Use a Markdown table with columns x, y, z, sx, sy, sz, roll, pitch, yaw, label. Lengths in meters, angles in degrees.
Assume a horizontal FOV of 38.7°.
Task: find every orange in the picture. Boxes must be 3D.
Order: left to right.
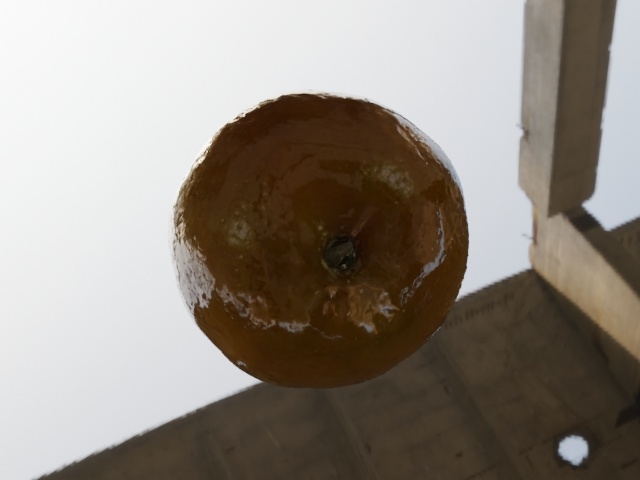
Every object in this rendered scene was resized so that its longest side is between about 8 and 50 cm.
| x | y | z | sx | sy | sz | roll | pitch | yaw | label |
| --- | --- | --- | --- | --- | --- | --- | --- | --- | --- |
| 0.000 | 0.000 | 0.468 | 0.156 | 0.156 | 0.124 | -12 | -172 | -2 | orange |
